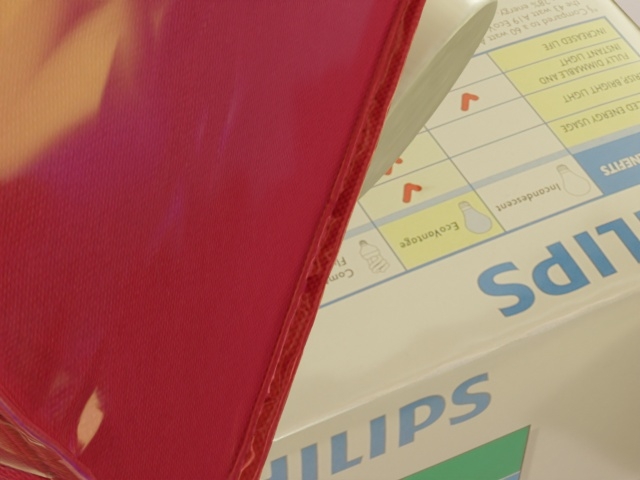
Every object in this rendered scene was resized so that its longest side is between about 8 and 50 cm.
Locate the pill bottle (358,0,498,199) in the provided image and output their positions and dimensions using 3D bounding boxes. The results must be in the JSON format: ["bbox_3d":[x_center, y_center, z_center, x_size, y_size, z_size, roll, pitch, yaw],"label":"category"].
[{"bbox_3d":[-0.049,-0.118,0.717,0.121,0.221,0.121,-51,-8,-10],"label":"pill bottle"}]

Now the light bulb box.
[{"bbox_3d":[0.000,0.000,1.014,0.357,0.225,0.361,-21,52,-18],"label":"light bulb box"}]

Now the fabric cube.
[{"bbox_3d":[-0.127,-0.083,0.456,0.258,0.259,0.254,13,67,14],"label":"fabric cube"}]
